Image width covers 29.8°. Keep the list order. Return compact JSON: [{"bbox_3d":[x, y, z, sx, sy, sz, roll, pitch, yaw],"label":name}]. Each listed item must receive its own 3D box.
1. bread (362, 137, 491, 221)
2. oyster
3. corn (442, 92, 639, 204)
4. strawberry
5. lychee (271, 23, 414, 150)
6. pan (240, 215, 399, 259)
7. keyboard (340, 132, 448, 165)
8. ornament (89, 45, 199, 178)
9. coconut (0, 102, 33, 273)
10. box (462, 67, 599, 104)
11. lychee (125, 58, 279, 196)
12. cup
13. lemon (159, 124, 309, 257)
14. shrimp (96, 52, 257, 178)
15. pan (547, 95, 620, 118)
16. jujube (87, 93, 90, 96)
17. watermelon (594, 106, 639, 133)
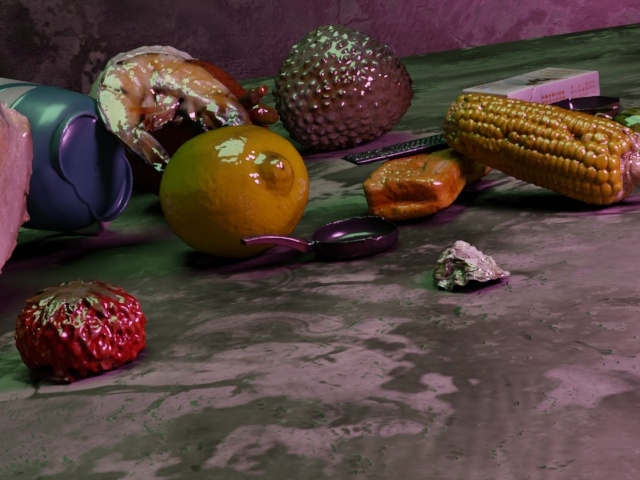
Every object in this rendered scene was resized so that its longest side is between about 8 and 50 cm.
[{"bbox_3d":[0.165,-0.093,1.740,0.139,0.077,0.271,-3,16,23],"label":"bread"},{"bbox_3d":[0.168,0.025,1.346,0.100,0.037,0.098,4,19,42],"label":"oyster"},{"bbox_3d":[0.305,-0.128,1.624,0.119,0.119,0.322,-21,34,-40],"label":"corn"},{"bbox_3d":[-0.253,0.088,1.269,0.145,0.086,0.145,-9,16,3],"label":"strawberry"},{"bbox_3d":[0.042,-0.286,2.308,0.255,0.255,0.274,9,54,52],"label":"lychee"},{"bbox_3d":[0.000,0.003,1.533,0.212,0.040,0.115,-7,13,-22],"label":"pan"},{"bbox_3d":[0.130,-0.136,1.747,0.198,0.010,0.063,-14,17,-21],"label":"keyboard"},{"bbox_3d":[-0.307,-0.235,2.266,0.259,0.259,0.225,-7,-25,9],"label":"ornament"},{"bbox_3d":[-0.548,-0.081,1.540,0.404,0.405,0.404,-9,14,2],"label":"coconut"},{"bbox_3d":[0.416,-0.288,2.385,0.233,0.067,0.149,-17,15,-28],"label":"box"},{"bbox_3d":[-0.197,-0.183,1.987,0.300,0.255,0.255,-35,6,19],"label":"lychee"},{"bbox_3d":[-0.425,-0.109,1.826,0.257,0.290,0.219,12,60,27],"label":"cup"},{"bbox_3d":[-0.120,-0.063,1.605,0.248,0.184,0.184,-9,10,46],"label":"lemon"},{"bbox_3d":[-0.185,-0.142,1.769,0.233,0.365,0.071,-24,-23,-40],"label":"shrimp"},{"bbox_3d":[0.459,-0.216,2.104,0.128,0.048,0.202,-7,12,16],"label":"pan"},{"bbox_3d":[-0.378,-0.246,2.495,0.197,0.197,0.290,0,16,32],"label":"jujube"},{"bbox_3d":[0.443,-0.141,1.694,0.109,0.109,0.109,-9,14,2],"label":"watermelon"}]
